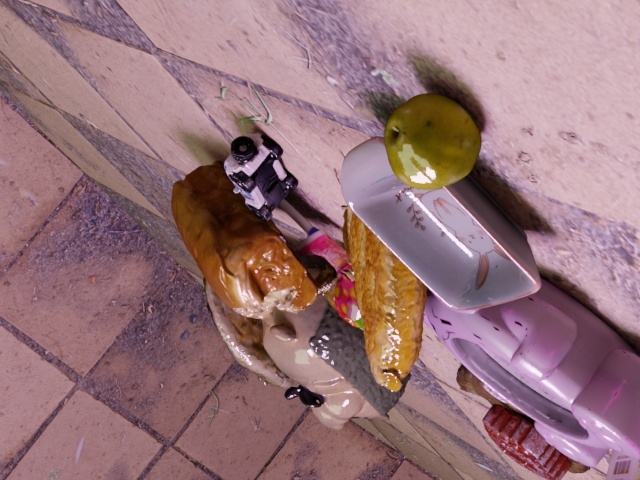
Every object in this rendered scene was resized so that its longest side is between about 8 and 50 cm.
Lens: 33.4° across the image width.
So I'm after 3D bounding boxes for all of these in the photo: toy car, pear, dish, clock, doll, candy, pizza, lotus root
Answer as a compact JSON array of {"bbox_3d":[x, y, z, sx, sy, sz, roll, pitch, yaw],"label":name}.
[{"bbox_3d":[-0.095,-0.100,1.575,0.070,0.080,0.171,34,168,24],"label":"toy car"},{"bbox_3d":[0.109,-0.092,0.994,0.097,0.092,0.092,-4,-166,-32],"label":"pear"},{"bbox_3d":[0.129,-0.030,1.144,0.234,0.064,0.154,44,150,-16],"label":"dish"},{"bbox_3d":[0.266,0.141,1.325,0.322,0.113,0.295,38,169,9],"label":"clock"},{"bbox_3d":[0.027,0.209,1.987,0.349,0.247,0.247,42,168,-35],"label":"doll"},{"bbox_3d":[0.000,0.000,1.683,0.365,0.124,0.124,44,170,17],"label":"candy"},{"bbox_3d":[0.080,0.000,1.347,0.288,0.075,0.280,-109,19,-58],"label":"pizza"},{"bbox_3d":[0.077,0.095,1.792,0.190,0.094,0.108,33,-148,-31],"label":"lotus root"}]

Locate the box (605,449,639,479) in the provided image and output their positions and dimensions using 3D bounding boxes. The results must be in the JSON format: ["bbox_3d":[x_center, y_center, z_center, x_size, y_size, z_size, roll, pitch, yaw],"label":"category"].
[{"bbox_3d":[0.463,0.290,1.282,0.175,0.062,0.260,17,167,4],"label":"box"}]

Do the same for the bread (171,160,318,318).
[{"bbox_3d":[-0.143,0.005,1.767,0.195,0.149,0.344,53,179,-34],"label":"bread"}]

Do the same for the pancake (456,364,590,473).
[{"bbox_3d":[0.361,0.325,1.928,0.286,0.033,0.288,31,166,30],"label":"pancake"}]

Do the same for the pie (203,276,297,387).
[{"bbox_3d":[-0.112,0.136,2.089,0.077,0.339,0.339,-19,134,26],"label":"pie"}]

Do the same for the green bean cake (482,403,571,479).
[{"bbox_3d":[0.353,0.352,1.838,0.135,0.056,0.136,24,162,49],"label":"green bean cake"}]
